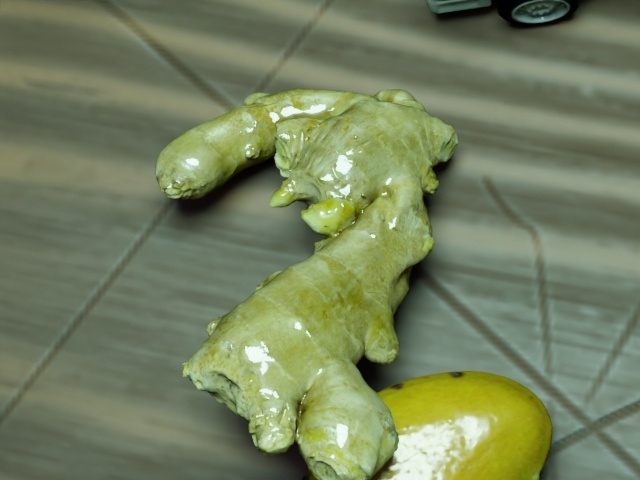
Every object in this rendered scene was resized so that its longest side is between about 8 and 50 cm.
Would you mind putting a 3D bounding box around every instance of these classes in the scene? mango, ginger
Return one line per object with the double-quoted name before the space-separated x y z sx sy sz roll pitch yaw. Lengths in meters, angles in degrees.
"mango" 0.045 0.097 0.762 0.114 0.057 0.079 -26 65 0
"ginger" 0.000 0.000 0.774 0.176 0.052 0.193 -40 61 -18

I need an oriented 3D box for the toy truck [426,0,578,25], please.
"toy truck" 0.154 -0.167 0.777 0.242 0.125 0.101 -7 75 10
